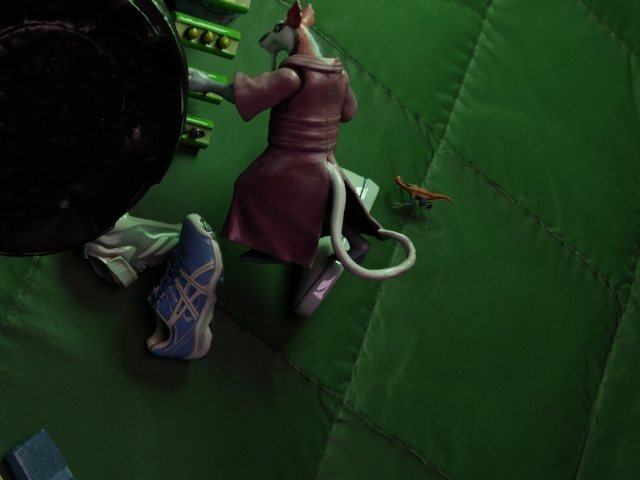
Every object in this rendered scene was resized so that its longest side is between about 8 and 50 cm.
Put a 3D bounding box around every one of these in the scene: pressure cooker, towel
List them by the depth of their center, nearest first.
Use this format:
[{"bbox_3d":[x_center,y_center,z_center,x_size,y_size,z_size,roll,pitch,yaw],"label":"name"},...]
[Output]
[{"bbox_3d":[-0.387,-0.205,1.634,0.370,0.420,0.375,34,92,-33],"label":"pressure cooker"},{"bbox_3d":[-0.344,0.301,1.760,0.067,0.029,0.119,-34,100,-39],"label":"towel"}]

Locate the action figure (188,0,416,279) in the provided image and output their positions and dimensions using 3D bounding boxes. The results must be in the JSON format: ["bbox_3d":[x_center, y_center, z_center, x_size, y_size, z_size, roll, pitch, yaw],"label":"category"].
[{"bbox_3d":[-0.029,-0.141,1.918,0.248,0.275,0.370,-10,110,-38],"label":"action figure"}]

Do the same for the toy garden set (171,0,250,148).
[{"bbox_3d":[-0.205,-0.262,1.947,0.204,0.049,0.244,13,97,-36],"label":"toy garden set"}]

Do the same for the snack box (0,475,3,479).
[{"bbox_3d":[-0.478,0.305,1.626,0.207,0.070,0.174,-37,102,-37],"label":"snack box"}]

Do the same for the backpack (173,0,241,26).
[{"bbox_3d":[-0.158,-0.404,2.052,0.158,0.117,0.173,-37,104,-38],"label":"backpack"}]

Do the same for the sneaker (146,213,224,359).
[{"bbox_3d":[-0.183,0.067,1.880,0.081,0.080,0.211,-3,110,-30],"label":"sneaker"}]

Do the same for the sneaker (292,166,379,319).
[{"bbox_3d":[0.000,0.000,2.093,0.091,0.094,0.258,28,56,-6],"label":"sneaker"}]

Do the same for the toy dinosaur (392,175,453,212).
[{"bbox_3d":[0.155,-0.081,2.242,0.082,0.090,0.047,47,29,-58],"label":"toy dinosaur"}]

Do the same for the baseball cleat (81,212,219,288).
[{"bbox_3d":[-0.235,0.017,1.913,0.206,0.072,0.109,14,85,-33],"label":"baseball cleat"}]
